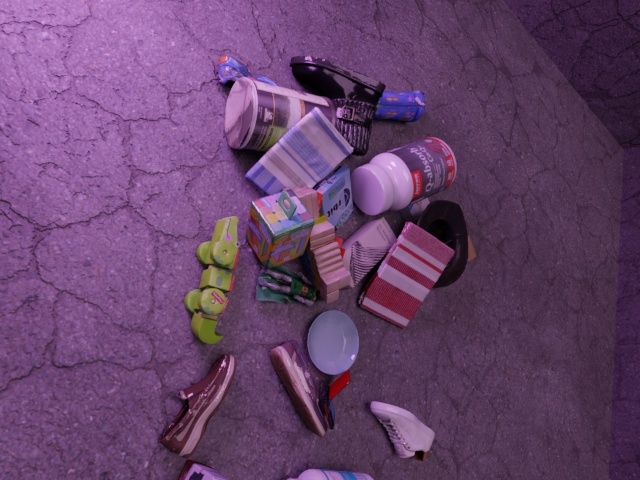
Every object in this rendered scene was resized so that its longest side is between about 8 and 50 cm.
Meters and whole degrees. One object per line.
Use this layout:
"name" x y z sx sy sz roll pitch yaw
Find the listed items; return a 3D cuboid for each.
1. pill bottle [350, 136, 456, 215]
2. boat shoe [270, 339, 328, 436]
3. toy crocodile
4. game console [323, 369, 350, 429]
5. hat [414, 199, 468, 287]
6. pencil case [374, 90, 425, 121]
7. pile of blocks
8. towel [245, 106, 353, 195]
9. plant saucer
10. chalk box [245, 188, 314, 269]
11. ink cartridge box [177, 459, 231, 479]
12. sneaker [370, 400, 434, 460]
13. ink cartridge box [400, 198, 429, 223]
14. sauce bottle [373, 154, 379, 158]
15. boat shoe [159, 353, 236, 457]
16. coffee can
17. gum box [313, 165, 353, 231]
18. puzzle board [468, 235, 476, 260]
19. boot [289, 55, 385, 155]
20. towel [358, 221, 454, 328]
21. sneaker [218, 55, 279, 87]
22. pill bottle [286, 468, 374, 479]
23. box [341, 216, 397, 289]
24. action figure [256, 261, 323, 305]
"pill bottle" 0.293 -0.225 1.553 0.363 0.210 0.210 -25 94 -31
"boat shoe" -0.042 0.417 1.247 0.093 0.103 0.285 -28 90 -31
"toy crocodile" -0.271 0.097 1.152 0.105 0.115 0.339 22 70 -35
"game console" 0.056 0.457 1.267 0.086 0.144 0.123 -12 86 3
"hat" 0.416 0.009 1.641 0.332 0.134 0.330 -5 99 -33
"pencil case" 0.268 -0.514 1.658 0.307 0.133 0.119 -9 101 -35
"pile of blocks" 0.000 0.000 1.311 0.113 0.149 0.361 -20 96 -24
"towel" -0.055 -0.229 1.284 0.285 0.034 0.209 -42 137 7
"plant saucer" 0.033 0.316 1.360 0.195 0.038 0.194 9 73 -33
"chalk box" -0.112 -0.044 1.204 0.132 0.213 0.132 -22 62 -28
"ink cartridge box" -0.274 0.591 0.997 0.072 0.175 0.127 36 61 -24
"sneaker" 0.261 0.620 1.407 0.290 0.106 0.123 40 57 -23
"ink cartridge box" 0.364 -0.128 1.684 0.123 0.052 0.088 -28 95 -37
"sauce bottle" 0.258 -0.310 1.657 0.128 0.042 0.042 -17 89 -34
"boat shoe" -0.301 0.390 1.077 0.095 0.095 0.257 34 62 -18
"coffee can" -0.119 -0.354 1.306 0.276 0.202 0.201 1 79 -34
"gum box" 0.043 -0.120 1.402 0.157 0.041 0.184 -46 144 -34
"puzzle board" 0.602 0.042 1.837 0.128 0.011 0.096 -21 93 -36
"boot" 0.031 -0.452 1.481 0.349 0.131 0.259 19 96 -3
"towel" 0.295 0.124 1.499 0.237 0.037 0.328 30 94 -28
"sneaker" -0.219 -0.471 1.350 0.222 0.083 0.086 22 81 -24
"pill bottle" 0.024 0.709 1.197 0.264 0.146 0.146 21 68 -29
"box" 0.131 0.041 1.456 0.275 0.094 0.113 -42 104 -33
"action figure" -0.077 0.141 1.313 0.232 0.064 0.137 24 64 -33
